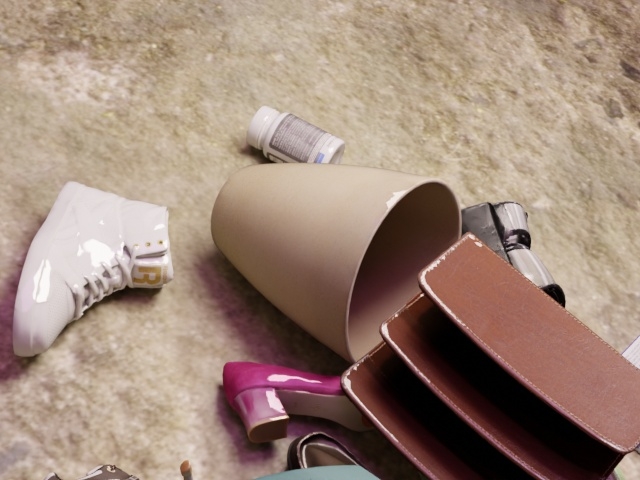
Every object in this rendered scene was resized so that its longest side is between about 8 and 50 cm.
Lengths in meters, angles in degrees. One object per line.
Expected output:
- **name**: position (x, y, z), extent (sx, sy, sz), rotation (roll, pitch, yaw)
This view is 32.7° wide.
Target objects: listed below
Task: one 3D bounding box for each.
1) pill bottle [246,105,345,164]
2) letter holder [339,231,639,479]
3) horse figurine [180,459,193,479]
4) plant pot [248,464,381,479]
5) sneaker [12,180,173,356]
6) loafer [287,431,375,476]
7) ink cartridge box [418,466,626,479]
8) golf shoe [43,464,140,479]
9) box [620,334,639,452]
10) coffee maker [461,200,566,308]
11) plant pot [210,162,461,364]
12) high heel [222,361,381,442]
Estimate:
- **pill bottle**: position (-0.039, -0.146, 1.650), extent (0.137, 0.078, 0.078), rotation (29, 44, 12)
- **letter holder**: position (0.201, 0.175, 1.242), extent (0.302, 0.152, 0.214), rotation (41, 47, 16)
- **horse figurine**: position (-0.211, 0.315, 1.081), extent (0.263, 0.174, 0.066), rotation (-16, 42, -16)
- **plant pot**: position (-0.019, 0.324, 1.063), extent (0.234, 0.166, 0.165), rotation (-19, 29, -34)
- **sneaker**: position (-0.271, 0.037, 1.367), extent (0.169, 0.108, 0.292), rotation (11, 42, -1)
- **loafer**: position (0.049, 0.290, 1.225), extent (0.080, 0.078, 0.220), rotation (-25, 57, -36)
- **ink cartridge box**: position (0.255, 0.311, 1.289), extent (0.235, 0.056, 0.171), rotation (-2, 47, -22)
- **golf shoe**: position (-0.205, 0.275, 1.164), extent (0.198, 0.077, 0.094), rotation (1, 45, -18)
- **box**: position (0.439, 0.209, 1.436), extent (0.137, 0.072, 0.126), rotation (39, 47, 21)
- **coffee maker**: position (0.231, 0.041, 1.511), extent (0.171, 0.120, 0.178), rotation (-1, 45, -17)
- **plant pot**: position (0.000, 0.000, 1.415), extent (0.274, 0.257, 0.256), rotation (23, 41, 31)
- **high heel**: position (0.004, 0.178, 1.339), extent (0.244, 0.082, 0.117), rotation (-10, 43, -18)
